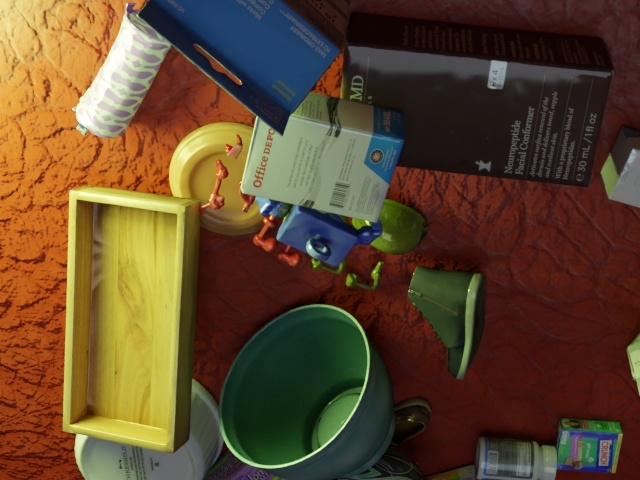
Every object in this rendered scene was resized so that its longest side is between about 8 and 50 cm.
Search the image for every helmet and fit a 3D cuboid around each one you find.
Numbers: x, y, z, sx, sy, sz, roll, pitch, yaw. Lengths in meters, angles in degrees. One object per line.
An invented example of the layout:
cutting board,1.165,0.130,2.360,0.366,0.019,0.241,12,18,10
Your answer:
helmet,0.100,0.436,1.958,0.169,0.169,0.161,40,148,-16

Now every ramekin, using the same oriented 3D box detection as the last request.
ramekin,-0.314,0.365,2.032,0.273,0.127,0.272,2,119,4

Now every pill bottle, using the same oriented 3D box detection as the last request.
pill bottle,0.348,0.393,2.011,0.137,0.078,0.078,5,119,3

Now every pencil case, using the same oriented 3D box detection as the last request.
pencil case,-0.300,-0.252,1.718,0.088,0.086,0.206,43,116,13

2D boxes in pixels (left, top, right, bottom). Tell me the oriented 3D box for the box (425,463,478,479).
box,0.206,0.506,2.066,0.203,0.114,0.103,-19,117,16

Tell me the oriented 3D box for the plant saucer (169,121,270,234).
plant saucer,-0.146,-0.092,1.814,0.200,0.037,0.199,3,119,5

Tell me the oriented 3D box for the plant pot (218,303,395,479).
plant pot,0.006,0.281,1.888,0.293,0.293,0.196,-29,134,19

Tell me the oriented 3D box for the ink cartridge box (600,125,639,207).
ink cartridge box,0.514,-0.100,1.714,0.143,0.092,0.089,15,119,-5

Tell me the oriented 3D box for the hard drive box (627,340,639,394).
hard drive box,0.586,0.276,1.764,0.089,0.181,0.232,-30,112,21

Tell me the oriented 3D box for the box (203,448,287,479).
box,-0.081,0.480,2.079,0.243,0.117,0.213,38,116,-16

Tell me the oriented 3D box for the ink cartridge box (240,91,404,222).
ink cartridge box,0.002,-0.124,1.595,0.203,0.086,0.148,13,128,-5

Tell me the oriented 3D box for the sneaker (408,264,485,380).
sneaker,0.208,0.132,1.893,0.118,0.083,0.222,15,128,19

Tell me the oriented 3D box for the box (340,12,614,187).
box,0.219,-0.208,1.658,0.382,0.143,0.191,6,120,4

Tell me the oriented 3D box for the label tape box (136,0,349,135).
label tape box,-0.087,-0.311,1.516,0.241,0.333,0.106,39,115,-15

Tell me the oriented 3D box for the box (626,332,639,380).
box,0.649,0.133,1.832,0.169,0.087,0.290,25,118,-8

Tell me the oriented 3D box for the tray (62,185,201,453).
tray,-0.309,0.127,1.847,0.203,0.076,0.410,8,102,16

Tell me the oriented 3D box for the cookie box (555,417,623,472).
cookie box,0.474,0.363,2.003,0.107,0.040,0.091,3,118,3

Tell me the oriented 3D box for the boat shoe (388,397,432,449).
boat shoe,0.117,0.341,2.015,0.178,0.060,0.064,-28,113,20

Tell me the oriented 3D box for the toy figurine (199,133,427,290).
toy figurine,0.000,0.000,1.721,0.363,0.217,0.191,28,110,-19
